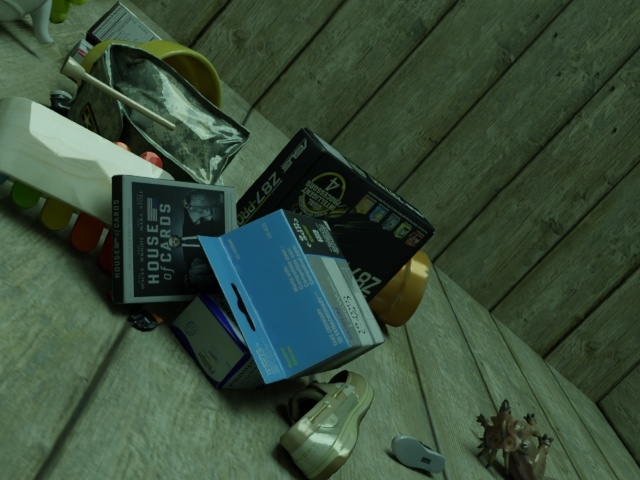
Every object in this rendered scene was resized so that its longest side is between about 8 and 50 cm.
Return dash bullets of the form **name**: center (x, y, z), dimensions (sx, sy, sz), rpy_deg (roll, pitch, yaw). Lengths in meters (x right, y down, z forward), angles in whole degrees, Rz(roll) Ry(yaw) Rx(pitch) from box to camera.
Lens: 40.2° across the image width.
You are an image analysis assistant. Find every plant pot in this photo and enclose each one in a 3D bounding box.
- **plant pot**: center (-0.373, -0.305, 1.812), dimensions (0.239, 0.254, 0.254), rpy_deg (31, 3, 35)
- **plant pot**: center (0.140, 0.091, 2.187), dimensions (0.188, 0.205, 0.205), rpy_deg (22, 18, -17)

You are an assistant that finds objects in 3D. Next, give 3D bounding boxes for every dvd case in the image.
- **dvd case**: center (-0.209, 0.001, 1.286), dimensions (0.030, 0.179, 0.239), rpy_deg (-3, -3, 34)

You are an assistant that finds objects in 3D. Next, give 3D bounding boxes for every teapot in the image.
- **teapot**: center (-0.672, -0.534, 1.780), dimensions (0.256, 0.187, 0.252), rpy_deg (17, -9, -3)

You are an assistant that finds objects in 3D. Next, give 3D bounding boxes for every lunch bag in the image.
- **lunch bag**: center (-0.304, -0.182, 1.510), dimensions (0.287, 0.169, 0.235), rpy_deg (39, -33, -11)

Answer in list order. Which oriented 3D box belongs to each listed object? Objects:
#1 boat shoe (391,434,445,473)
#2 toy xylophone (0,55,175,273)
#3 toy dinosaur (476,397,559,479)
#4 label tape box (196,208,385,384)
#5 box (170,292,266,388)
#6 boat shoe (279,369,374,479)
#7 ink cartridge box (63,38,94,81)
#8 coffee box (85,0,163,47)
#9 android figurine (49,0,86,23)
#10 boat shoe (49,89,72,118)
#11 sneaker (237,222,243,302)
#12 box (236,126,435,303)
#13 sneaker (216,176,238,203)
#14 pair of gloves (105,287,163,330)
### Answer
- **boat shoe**: center (0.168, 0.380, 1.564), dimensions (0.142, 0.049, 0.040), rpy_deg (35, -6, -37)
- **toy xylophone**: center (-0.336, -0.112, 1.265), dimensions (0.323, 0.236, 0.081), rpy_deg (37, -31, -24)
- **toy dinosaur**: center (0.443, 0.479, 1.938), dimensions (0.295, 0.127, 0.200), rpy_deg (54, 18, -5)
- **label tape box**: center (-0.031, 0.082, 1.359), dimensions (0.240, 0.106, 0.334), rpy_deg (63, 14, 12)
- **box**: center (-0.134, 0.153, 1.309), dimensions (0.126, 0.072, 0.137), rpy_deg (47, 13, 25)
- **boat shoe**: center (0.005, 0.255, 1.323), dimensions (0.098, 0.109, 0.302), rpy_deg (43, 17, -2)
- **ink cartridge box**: center (-0.528, -0.397, 2.017), dimensions (0.109, 0.063, 0.150), rpy_deg (37, 13, -24)
- **coffee box**: center (-0.433, -0.429, 2.170), dimensions (0.297, 0.119, 0.168), rpy_deg (41, -16, -8)
- **android figurine**: center (-0.650, -0.605, 1.961), dimensions (0.248, 0.056, 0.273), rpy_deg (17, -28, 4)
- **boat shoe**: center (-0.486, -0.254, 1.705), dimensions (0.125, 0.046, 0.038), rpy_deg (43, 47, -73)
- **sneaker**: center (-0.158, 0.045, 1.437), dimensions (0.343, 0.146, 0.134), rpy_deg (39, 12, -19)
- **box**: center (0.000, 0.000, 1.691), dimensions (0.395, 0.318, 0.097), rpy_deg (32, 17, -47)
- **sneaker**: center (-0.242, -0.133, 1.965), dimensions (0.191, 0.083, 0.071), rpy_deg (37, 11, -31)
- **pair of gloves**: center (-0.264, 0.095, 1.238), dimensions (0.083, 0.010, 0.074), rpy_deg (46, 14, 8)
